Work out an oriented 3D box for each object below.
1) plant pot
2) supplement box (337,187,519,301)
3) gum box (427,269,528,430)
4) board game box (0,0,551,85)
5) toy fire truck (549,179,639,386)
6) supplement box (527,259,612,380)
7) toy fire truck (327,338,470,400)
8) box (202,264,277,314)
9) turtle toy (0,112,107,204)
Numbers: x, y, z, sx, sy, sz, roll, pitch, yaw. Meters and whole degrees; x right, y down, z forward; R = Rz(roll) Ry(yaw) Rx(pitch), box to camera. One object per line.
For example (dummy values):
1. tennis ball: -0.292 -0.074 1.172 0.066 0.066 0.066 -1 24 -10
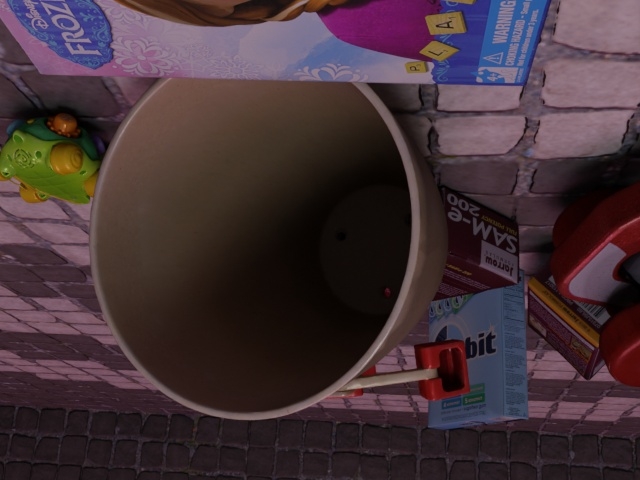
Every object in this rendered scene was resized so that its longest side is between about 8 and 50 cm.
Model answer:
1. plant pot: 0.000 0.000 0.683 0.256 0.257 0.274 -5 174 24
2. supplement box: 0.084 0.021 0.919 0.130 0.073 0.239 21 155 -38
3. gum box: 0.196 0.141 1.061 0.041 0.185 0.157 13 159 -24
4. board game box: -0.037 -0.183 0.393 0.317 0.066 0.319 2 160 6
5. toy fire truck: 0.370 0.004 0.735 0.302 0.169 0.254 14 132 -23
6. supplement box: 0.305 0.083 0.968 0.104 0.081 0.188 45 175 24
7. toy fire truck: 0.020 0.121 0.742 0.192 0.047 0.135 -7 180 -17
8. box: -0.043 0.065 0.816 0.058 0.087 0.232 -34 141 31
9. turtle toy: -0.228 -0.071 0.740 0.095 0.066 0.130 -3 159 19
